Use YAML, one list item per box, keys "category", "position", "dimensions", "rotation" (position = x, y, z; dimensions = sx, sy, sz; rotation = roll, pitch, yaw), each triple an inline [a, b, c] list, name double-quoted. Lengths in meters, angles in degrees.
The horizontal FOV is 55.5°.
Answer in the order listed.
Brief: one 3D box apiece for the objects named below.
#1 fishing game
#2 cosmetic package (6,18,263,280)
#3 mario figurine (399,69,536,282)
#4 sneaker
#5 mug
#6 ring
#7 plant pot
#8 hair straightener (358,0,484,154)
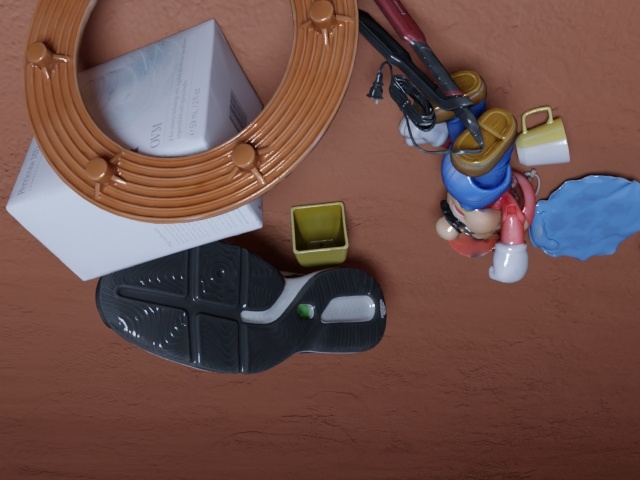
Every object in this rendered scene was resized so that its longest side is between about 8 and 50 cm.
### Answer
- category: "fishing game"
  position: [0.425, -0.037, 0.966]
  dimensions: [0.263, 0.041, 0.189]
  rotation: [6, 137, -1]
- category: "cosmetic package"
  position: [-0.194, -0.104, 0.691]
  dimensions: [0.224, 0.224, 0.138]
  rotation: [-18, 137, 13]
- category: "mario figurine"
  position: [0.187, -0.059, 0.795]
  dimensions: [0.170, 0.198, 0.320]
  rotation: [1, 156, 23]
- category: "sneaker"
  position: [-0.139, 0.115, 0.892]
  dimensions: [0.447, 0.169, 0.257]
  rotation: [11, 161, -40]
- category: "mug"
  position: [0.303, -0.138, 0.839]
  dimensions: [0.064, 0.078, 0.062]
  rotation: [-12, 171, 20]
- category: "ring"
  position: [-0.132, -0.183, 0.555]
  dimensions: [0.336, 0.337, 0.032]
  rotation: [-14, 167, 10]
- category: "plant pot"
  position: [0.000, 0.000, 0.937]
  dimensions: [0.081, 0.082, 0.083]
  rotation: [-6, 150, 1]
- category: "hair straightener"
  position: [0.095, -0.176, 0.662]
  dimensions: [0.047, 0.230, 0.089]
  rotation: [-20, 160, -48]
